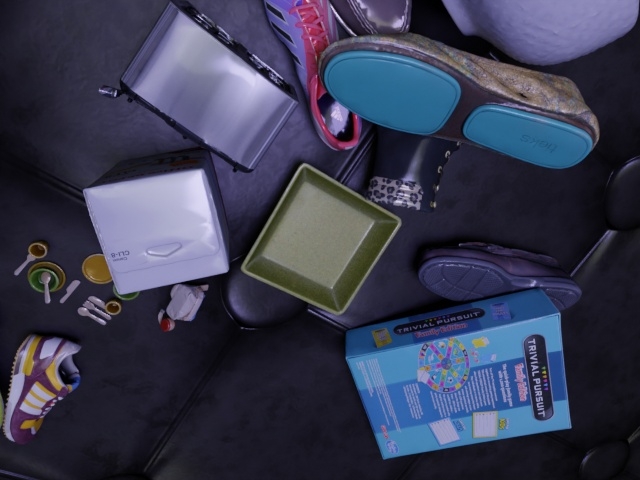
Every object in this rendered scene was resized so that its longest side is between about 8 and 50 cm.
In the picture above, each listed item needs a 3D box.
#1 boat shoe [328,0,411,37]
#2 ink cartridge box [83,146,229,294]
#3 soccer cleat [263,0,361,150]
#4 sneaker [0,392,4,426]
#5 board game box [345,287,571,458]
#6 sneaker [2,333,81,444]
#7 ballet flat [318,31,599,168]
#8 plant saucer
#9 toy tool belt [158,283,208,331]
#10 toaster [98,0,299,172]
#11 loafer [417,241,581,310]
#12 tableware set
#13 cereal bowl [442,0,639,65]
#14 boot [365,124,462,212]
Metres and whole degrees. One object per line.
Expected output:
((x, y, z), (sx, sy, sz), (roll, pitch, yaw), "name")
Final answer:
((0.037, -0.387, 0.505), (0.116, 0.097, 0.324), (-26, 114, -3), "boat shoe")
((-0.190, -0.036, 0.540), (0.128, 0.176, 0.127), (-12, 113, -9), "ink cartridge box")
((-0.003, -0.234, 0.553), (0.083, 0.095, 0.248), (-22, 114, -1), "soccer cleat")
((-0.520, 0.167, 0.586), (0.126, 0.091, 0.240), (-6, 90, 18), "sneaker")
((0.239, 0.242, 0.754), (0.336, 0.079, 0.254), (-15, 114, 10), "board game box")
((-0.413, 0.232, 0.647), (0.083, 0.069, 0.186), (13, 108, -12), "sneaker")
((0.170, -0.184, 0.529), (0.348, 0.123, 0.123), (15, 106, -6), "ballet flat")
((0.000, 0.000, 0.671), (0.188, 0.045, 0.188), (28, 102, -20), "plant saucer")
((-0.205, 0.102, 0.658), (0.083, 0.052, 0.051), (-58, 155, 16), "toy tool belt")
((-0.124, -0.177, 0.499), (0.168, 0.186, 0.110), (33, 110, -21), "toaster")
((0.303, 0.053, 0.753), (0.302, 0.095, 0.109), (12, 137, -13), "loafer")
((-0.349, 0.057, 0.622), (0.154, 0.024, 0.104), (41, 96, -23), "tableware set")
((0.182, -0.333, 0.459), (0.141, 0.339, 0.339), (-27, 118, 31), "cereal bowl")
((0.182, -0.127, 0.628), (0.236, 0.085, 0.179), (8, 96, -9), "boot")
